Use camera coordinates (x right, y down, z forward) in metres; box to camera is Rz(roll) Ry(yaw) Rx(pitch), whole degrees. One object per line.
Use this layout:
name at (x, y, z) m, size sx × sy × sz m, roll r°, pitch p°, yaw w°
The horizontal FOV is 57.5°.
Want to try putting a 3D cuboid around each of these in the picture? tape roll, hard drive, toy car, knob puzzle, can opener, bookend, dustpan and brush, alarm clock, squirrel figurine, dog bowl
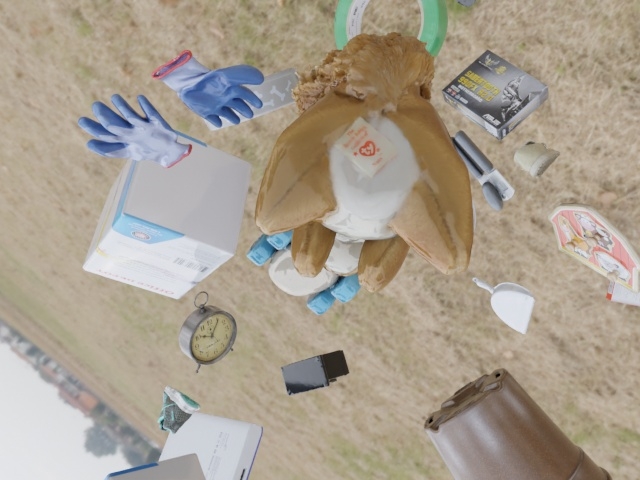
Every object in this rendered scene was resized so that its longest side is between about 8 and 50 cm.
tape roll at (0.193, -0.608, 1.642) m, size 0.321 × 0.077 × 0.321 m, roll 9°, pitch 107°, yaw 32°
hard drive at (-0.265, 0.500, 1.308) m, size 0.040 × 0.210 × 0.319 m, roll 34°, pitch 152°, yaw -33°
toy car at (0.000, 0.000, 1.315) m, size 0.219 × 0.238 × 0.210 m, roll 40°, pitch 145°, yaw -11°
knob puzzle at (0.475, 0.006, 1.028) m, size 0.213 × 0.030 × 0.213 m, roll 47°, pitch 174°, yaw 7°
can opener at (0.505, -0.223, 1.839) m, size 0.280 × 0.093 × 0.074 m, roll 49°, pitch 130°, yaw -7°
bookend at (0.017, 0.305, 1.381) m, size 0.156 × 0.157 × 0.072 m, roll -29°, pitch 73°, yaw 46°
dustpan and brush at (0.536, 0.167, 1.734) m, size 0.211 × 0.060 × 0.147 m, roll 27°, pitch 133°, yaw 32°
alarm clock at (-0.258, 0.195, 1.315) m, size 0.064 × 0.129 × 0.192 m, roll 25°, pitch 129°, yaw 39°
squirrel figurine at (0.070, -0.114, 0.937) m, size 0.281 × 0.396 × 0.370 m, roll 5°, pitch 169°, yaw 2°
dog bowl at (-0.215, -0.436, 1.809) m, size 0.349 × 0.349 × 0.102 m, roll 2°, pitch 117°, yaw 54°

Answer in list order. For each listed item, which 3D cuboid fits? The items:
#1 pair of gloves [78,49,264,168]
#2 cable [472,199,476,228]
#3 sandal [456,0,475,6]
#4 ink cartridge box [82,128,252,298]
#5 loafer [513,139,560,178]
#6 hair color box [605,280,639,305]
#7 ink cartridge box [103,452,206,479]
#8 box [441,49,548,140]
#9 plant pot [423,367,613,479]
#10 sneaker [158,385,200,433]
pair of gloves at (-0.158, -0.144, 0.651) m, size 0.023 × 0.198 × 0.159 m, roll 66°, pitch -164°, yaw 17°
cable at (0.481, -0.103, 2.166) m, size 0.089 × 0.257 × 0.257 m, roll -8°, pitch 123°, yaw 43°
sandal at (0.338, -0.604, 1.288) m, size 0.097 × 0.054 × 0.254 m, roll 37°, pitch 167°, yaw 14°
ink cartridge box at (-0.285, -0.042, 1.078) m, size 0.198 × 0.197 × 0.270 m, roll 22°, pitch 148°, yaw -26°
loafer at (0.620, -0.242, 1.684) m, size 0.092 × 0.102 × 0.268 m, roll 42°, pitch -160°, yaw 15°
hair color box at (0.841, 0.136, 1.543) m, size 0.141 × 0.072 × 0.043 m, roll 11°, pitch -174°, yaw 7°
ink cartridge box at (-0.280, 0.418, 0.881) m, size 0.203 × 0.148 × 0.086 m, roll -48°, pitch 56°, yaw 31°
box at (0.487, -0.412, 1.640) m, size 0.231 × 0.183 × 0.056 m, roll 49°, pitch -179°, yaw 33°
plant pot at (0.220, 0.256, 0.696) m, size 0.165 × 0.167 × 0.167 m, roll 53°, pitch 158°, yaw 10°
sneaker at (-0.284, 0.325, 1.113) m, size 0.065 × 0.076 × 0.166 m, roll 38°, pitch 160°, yaw -10°
